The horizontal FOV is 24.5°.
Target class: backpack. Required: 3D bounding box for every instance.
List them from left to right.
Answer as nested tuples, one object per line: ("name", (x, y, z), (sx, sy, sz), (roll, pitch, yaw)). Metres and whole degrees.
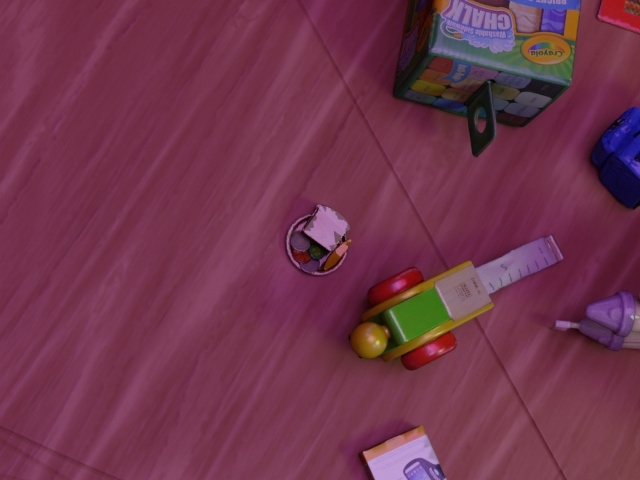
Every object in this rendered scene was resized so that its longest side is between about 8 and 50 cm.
("backpack", (0.407, -0.118, 1.832), (0.120, 0.098, 0.101), (-42, 85, -16))

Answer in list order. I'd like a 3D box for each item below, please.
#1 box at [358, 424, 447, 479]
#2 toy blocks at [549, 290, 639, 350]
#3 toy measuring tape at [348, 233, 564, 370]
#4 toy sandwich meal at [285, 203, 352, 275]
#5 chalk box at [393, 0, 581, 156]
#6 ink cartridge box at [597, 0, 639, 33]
("box", (0.109, 0.294, 1.718), (0.081, 0.028, 0.136), (-22, 86, -15))
("toy blocks", (0.429, 0.102, 1.684), (0.260, 0.288, 0.309), (5, 75, -9))
("toy measuring tape", (0.151, 0.072, 1.754), (0.330, 0.121, 0.121), (-24, 83, -38))
("toy sandwich meal", (0.000, 0.000, 1.755), (0.085, 0.029, 0.086), (2, 78, -11))
("chalk box", (0.199, -0.250, 1.774), (0.179, 0.180, 0.289), (13, 75, -9))
("ink cartridge box", (0.517, -0.364, 1.928), (0.275, 0.060, 0.239), (17, 74, -8))
